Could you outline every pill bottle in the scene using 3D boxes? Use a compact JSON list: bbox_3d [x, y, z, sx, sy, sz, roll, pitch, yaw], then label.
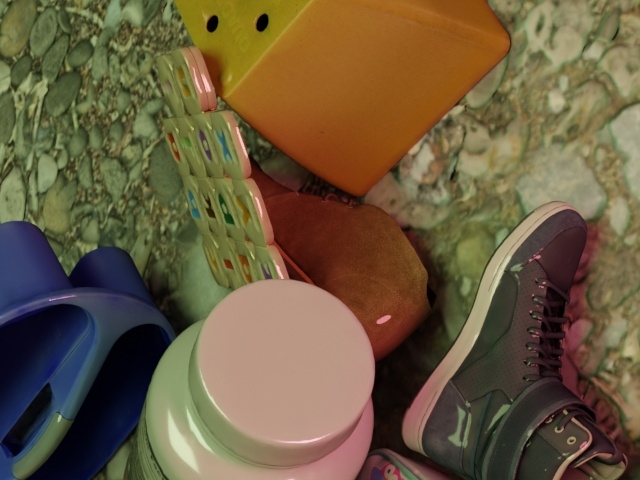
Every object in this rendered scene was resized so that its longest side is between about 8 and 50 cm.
[{"bbox_3d":[-0.058,0.159,1.095,0.318,0.176,0.176,116,144,-58],"label":"pill bottle"}]

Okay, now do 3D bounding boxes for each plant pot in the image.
[{"bbox_3d":[-0.001,-0.197,1.210,0.212,0.187,0.212,-44,54,27],"label":"plant pot"}]

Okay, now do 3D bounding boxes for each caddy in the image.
[{"bbox_3d":[-0.296,0.146,1.378,0.341,0.241,0.179,-50,46,24],"label":"caddy"}]

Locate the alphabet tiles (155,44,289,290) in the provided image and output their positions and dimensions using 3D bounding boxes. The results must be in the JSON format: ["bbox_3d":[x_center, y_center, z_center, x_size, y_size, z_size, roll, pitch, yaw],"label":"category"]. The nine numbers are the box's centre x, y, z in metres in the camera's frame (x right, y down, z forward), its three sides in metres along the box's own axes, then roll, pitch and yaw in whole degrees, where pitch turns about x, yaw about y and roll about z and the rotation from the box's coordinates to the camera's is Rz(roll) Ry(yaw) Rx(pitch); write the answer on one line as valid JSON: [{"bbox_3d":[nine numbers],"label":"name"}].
[{"bbox_3d":[-0.081,-0.031,1.207,0.278,0.021,0.284,-172,62,-73],"label":"alphabet tiles"}]

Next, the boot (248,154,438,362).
[{"bbox_3d":[0.000,0.000,1.248,0.115,0.112,0.305,-36,46,-4],"label":"boot"}]

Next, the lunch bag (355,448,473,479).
[{"bbox_3d":[0.067,0.309,1.062,0.279,0.107,0.224,-66,27,5],"label":"lunch bag"}]

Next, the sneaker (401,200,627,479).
[{"bbox_3d":[0.178,0.093,1.026,0.163,0.086,0.226,28,90,45],"label":"sneaker"}]
